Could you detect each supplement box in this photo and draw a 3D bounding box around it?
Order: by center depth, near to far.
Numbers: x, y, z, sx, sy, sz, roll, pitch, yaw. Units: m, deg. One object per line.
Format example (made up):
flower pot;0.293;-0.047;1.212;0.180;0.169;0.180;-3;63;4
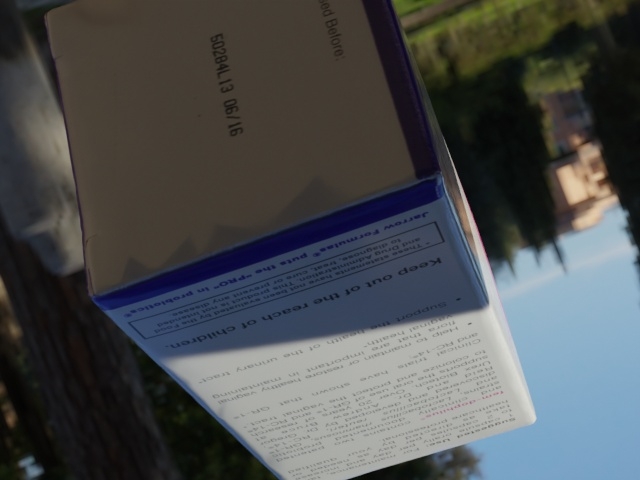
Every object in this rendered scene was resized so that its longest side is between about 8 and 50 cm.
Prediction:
supplement box;0.000;0.000;0.519;0.114;0.111;0.220;-19;150;8
